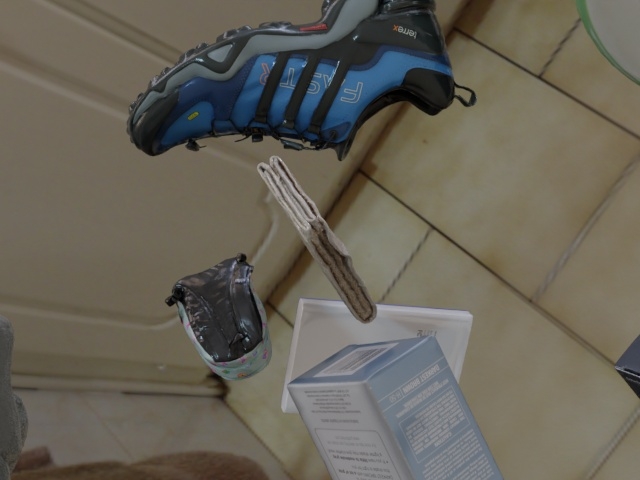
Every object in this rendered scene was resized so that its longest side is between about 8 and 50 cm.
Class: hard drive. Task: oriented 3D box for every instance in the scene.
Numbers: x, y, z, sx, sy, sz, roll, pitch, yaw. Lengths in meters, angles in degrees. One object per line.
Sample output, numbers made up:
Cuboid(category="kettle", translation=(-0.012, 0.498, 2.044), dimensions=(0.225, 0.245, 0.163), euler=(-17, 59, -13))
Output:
Cuboid(category="hard drive", translation=(0.101, 0.216, 1.674), dimensions=(0.040, 0.319, 0.210), euler=(-128, 46, -68))

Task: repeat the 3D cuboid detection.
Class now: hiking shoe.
Cuboid(category="hiking shoe", translation=(-0.027, -0.125, 0.825), dimensions=(0.304, 0.113, 0.132), euler=(-21, 88, 9))

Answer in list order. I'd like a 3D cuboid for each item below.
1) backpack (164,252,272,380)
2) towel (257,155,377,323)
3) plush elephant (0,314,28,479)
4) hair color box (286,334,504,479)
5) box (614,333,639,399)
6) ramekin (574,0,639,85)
Cuboid(category="backpack", translation=(-0.146, 0.131, 1.491), dimensions=(0.152, 0.115, 0.182), euler=(-27, 57, -2))
Cuboid(category="towel", translation=(0.000, 0.000, 1.469), dimensions=(0.049, 0.282, 0.187), euler=(-33, 52, -1))
Cuboid(category="plush elephant", translation=(-0.430, 0.260, 0.929), dimensions=(0.255, 0.272, 0.330), euler=(-23, 91, 30))
Cuboid(category="hair color box", translation=(0.123, 0.306, 1.100), dimensions=(0.185, 0.114, 0.374), euler=(-18, 99, 59))
Cuboid(category="box", translation=(0.533, 0.218, 1.276), dimensions=(0.108, 0.207, 0.153), euler=(-45, 21, -10))
Cuboid(category="ramekin", translation=(0.336, -0.247, 0.723), dimensions=(0.303, 0.303, 0.148), euler=(-16, 38, 29))
